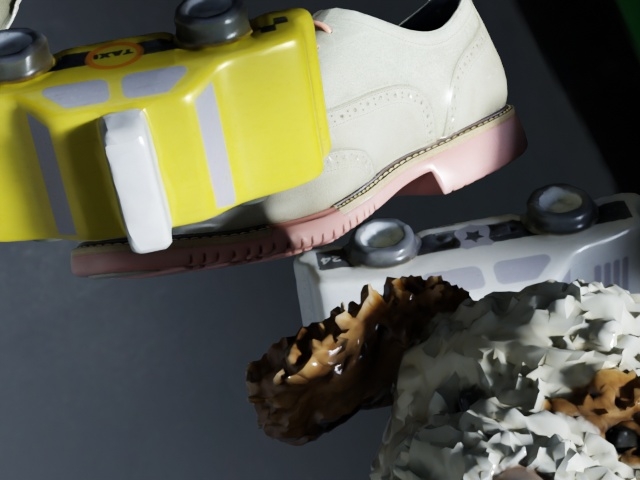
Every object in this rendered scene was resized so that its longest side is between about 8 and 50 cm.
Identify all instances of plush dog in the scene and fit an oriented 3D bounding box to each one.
[{"bbox_3d":[0.072,0.121,0.466,0.262,0.225,0.210,11,-15,25],"label":"plush dog"}]

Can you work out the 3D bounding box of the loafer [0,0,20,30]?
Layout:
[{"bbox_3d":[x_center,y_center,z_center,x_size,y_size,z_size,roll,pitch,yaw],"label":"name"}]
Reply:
[{"bbox_3d":[-0.265,-0.128,0.950,0.087,0.251,0.094,-12,-64,39],"label":"loafer"}]

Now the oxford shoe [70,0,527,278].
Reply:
[{"bbox_3d":[-0.019,-0.075,1.017,0.140,0.397,0.146,-5,-77,44],"label":"oxford shoe"}]

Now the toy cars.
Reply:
[{"bbox_3d":[0.000,0.000,0.725,0.394,0.176,0.087,26,26,-24],"label":"toy cars"}]
